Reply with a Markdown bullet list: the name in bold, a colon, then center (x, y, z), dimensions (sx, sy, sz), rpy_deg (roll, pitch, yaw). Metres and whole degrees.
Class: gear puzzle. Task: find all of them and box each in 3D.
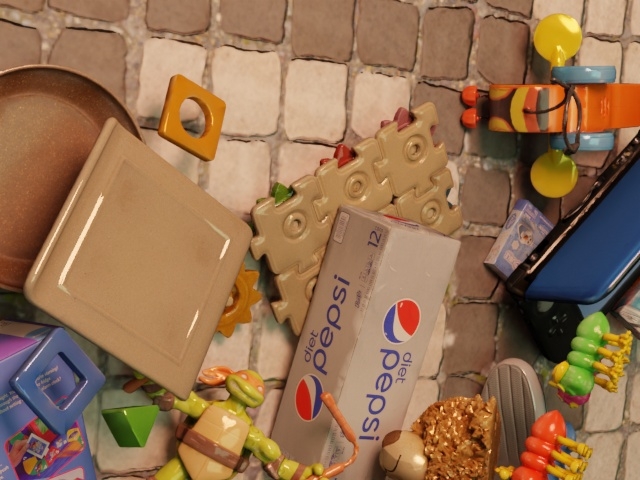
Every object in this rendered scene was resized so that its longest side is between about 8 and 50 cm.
- **gear puzzle**: center (0.000, 0.000, 1.152), dimensions (0.339, 0.044, 0.175), rpy_deg (-33, 123, -23)

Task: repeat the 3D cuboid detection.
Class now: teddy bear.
- **teddy bear**: center (0.096, 0.310, 1.064), dimensions (0.245, 0.113, 0.338), rpy_deg (22, 74, -76)

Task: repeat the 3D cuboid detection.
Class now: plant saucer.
- **plant saucer**: center (-0.245, -0.053, 0.977), dimensions (0.199, 0.036, 0.198), rpy_deg (-5, 99, -35)

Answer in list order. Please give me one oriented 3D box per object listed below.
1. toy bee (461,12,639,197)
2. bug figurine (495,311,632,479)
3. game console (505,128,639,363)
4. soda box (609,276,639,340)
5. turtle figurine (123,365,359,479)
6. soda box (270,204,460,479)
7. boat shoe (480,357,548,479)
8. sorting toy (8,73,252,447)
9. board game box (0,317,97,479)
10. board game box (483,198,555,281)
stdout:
- **toy bee**: center (0.248, -0.160, 1.255), dimensions (0.298, 0.162, 0.195), rpy_deg (27, 71, -59)
- **bug figurine**: center (0.259, 0.185, 1.182), dimensions (0.216, 0.072, 0.279), rpy_deg (-65, 161, -6)
- **game console**: center (0.372, 0.005, 1.281), dimensions (0.293, 0.173, 0.250), rpy_deg (-46, 133, -12)
- **soda box**: center (0.449, 0.043, 1.413), dimensions (0.063, 0.058, 0.183), rpy_deg (42, 89, -2)
- **turtle figurine**: center (-0.119, 0.198, 1.058), dimensions (0.269, 0.087, 0.217), rpy_deg (33, 77, -8)
- **soda box**: center (0.040, 0.115, 1.134), dimensions (0.098, 0.091, 0.286), rpy_deg (10, 100, -37)
- **boat shoe**: center (0.240, 0.236, 1.335), dimensions (0.076, 0.083, 0.226), rpy_deg (-24, 119, -46)
- **sorting toy**: center (-0.157, 0.018, 0.979), dimensions (0.196, 0.047, 0.347), rpy_deg (42, 55, -35)
- **board game box**: center (-0.324, 0.232, 0.860), dimensions (0.347, 0.078, 0.233), rpy_deg (-29, 116, -50)
- **board game box**: center (0.246, 0.012, 1.334), dimensions (0.090, 0.020, 0.090), rpy_deg (38, 77, -33)
